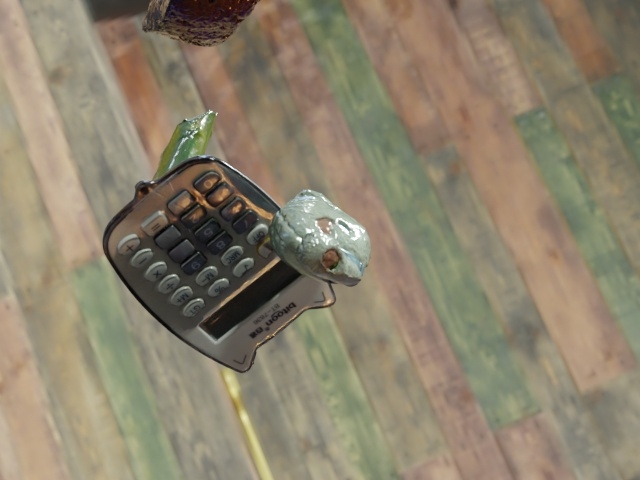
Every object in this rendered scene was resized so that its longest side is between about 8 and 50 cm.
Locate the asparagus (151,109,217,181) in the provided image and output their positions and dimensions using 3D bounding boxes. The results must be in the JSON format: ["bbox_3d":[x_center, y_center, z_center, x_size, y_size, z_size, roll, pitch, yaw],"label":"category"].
[{"bbox_3d":[-0.242,-0.108,2.286,0.082,0.085,0.343,115,-9,-53],"label":"asparagus"}]

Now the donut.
[{"bbox_3d":[-0.142,-0.300,1.666,0.112,0.151,0.295,25,18,-11],"label":"donut"}]

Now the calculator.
[{"bbox_3d":[-0.108,0.022,1.415,0.268,0.177,0.040,49,5,-40],"label":"calculator"}]

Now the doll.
[{"bbox_3d":[0.000,0.000,1.338,0.103,0.072,0.214,34,10,-8],"label":"doll"}]
